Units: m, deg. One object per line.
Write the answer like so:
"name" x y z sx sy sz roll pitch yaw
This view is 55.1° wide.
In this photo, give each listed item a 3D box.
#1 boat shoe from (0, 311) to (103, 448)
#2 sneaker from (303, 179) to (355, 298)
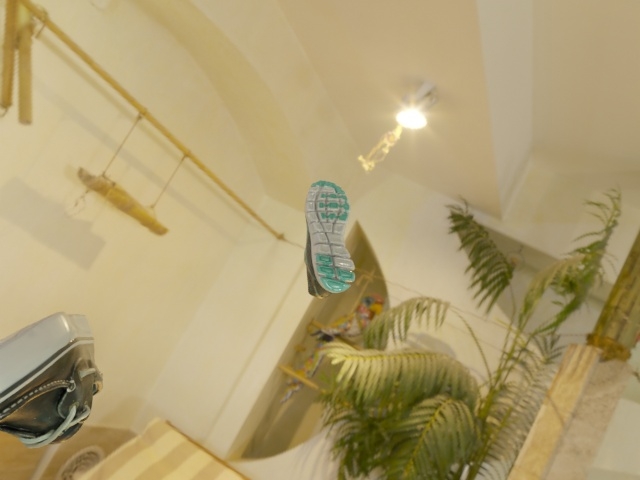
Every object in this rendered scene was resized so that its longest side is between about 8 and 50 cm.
"boat shoe" -0.276 0.145 0.621 0.119 0.121 0.335 63 -6 -1
"sneaker" 0.000 0.000 0.795 0.065 0.166 0.076 11 -31 -19
